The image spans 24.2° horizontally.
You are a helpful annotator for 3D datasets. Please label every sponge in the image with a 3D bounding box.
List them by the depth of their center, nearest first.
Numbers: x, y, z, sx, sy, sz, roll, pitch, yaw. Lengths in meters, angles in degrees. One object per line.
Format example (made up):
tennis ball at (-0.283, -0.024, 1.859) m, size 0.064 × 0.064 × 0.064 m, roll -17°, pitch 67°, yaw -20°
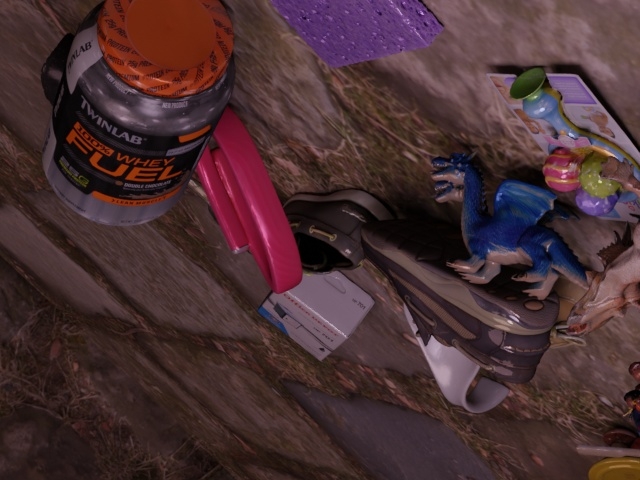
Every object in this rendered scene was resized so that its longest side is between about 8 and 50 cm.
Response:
sponge at (0.034, -0.248, 1.618) m, size 0.117 × 0.031 × 0.210 m, roll 46°, pitch 159°, yaw -21°

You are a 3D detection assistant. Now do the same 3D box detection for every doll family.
doll family at (0.416, 0.205, 1.852) m, size 0.193 × 0.076 × 0.111 m, roll 93°, pitch 157°, yaw -57°

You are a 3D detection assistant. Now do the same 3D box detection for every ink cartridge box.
ink cartridge box at (-0.010, 0.105, 2.377) m, size 0.139 × 0.082 × 0.191 m, roll 38°, pitch 161°, yaw -1°

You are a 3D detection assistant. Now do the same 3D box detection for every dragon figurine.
dragon figurine at (0.233, -0.017, 1.670) m, size 0.289 × 0.144 × 0.085 m, roll 12°, pitch 168°, yaw 34°

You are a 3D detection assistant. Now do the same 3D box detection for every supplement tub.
supplement tub at (-0.231, -0.178, 1.906) m, size 0.207 × 0.207 × 0.338 m, roll 37°, pitch 147°, yaw 2°

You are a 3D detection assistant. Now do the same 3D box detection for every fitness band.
fitness band at (-0.110, -0.059, 2.102) m, size 0.291 × 0.054 × 0.209 m, roll 66°, pitch 166°, yaw -7°

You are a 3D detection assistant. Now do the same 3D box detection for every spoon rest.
spoon rest at (0.199, 0.167, 2.159) m, size 0.137 × 0.084 × 0.276 m, roll 21°, pitch 155°, yaw 38°

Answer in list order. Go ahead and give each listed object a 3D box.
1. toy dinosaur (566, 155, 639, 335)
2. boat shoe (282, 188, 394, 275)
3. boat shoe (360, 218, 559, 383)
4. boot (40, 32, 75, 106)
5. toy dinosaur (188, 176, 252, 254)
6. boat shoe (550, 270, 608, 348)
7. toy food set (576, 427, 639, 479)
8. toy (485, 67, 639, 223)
toy dinosaur at (0.380, 0.010, 1.460) m, size 0.295 × 0.127 × 0.200 m, roll -3°, pitch 157°, yaw 18°
boat shoe at (-0.003, -0.003, 2.116) m, size 0.109 × 0.091 × 0.305 m, roll 44°, pitch 159°, yaw -16°
boat shoe at (0.151, 0.071, 1.841) m, size 0.355 × 0.132 × 0.130 m, roll 37°, pitch 125°, yaw 55°
boot at (-0.295, -0.159, 2.252) m, size 0.222 × 0.118 × 0.338 m, roll 28°, pitch 163°, yaw 10°
toy dinosaur at (-0.143, -0.051, 2.301) m, size 0.268 × 0.064 × 0.118 m, roll 49°, pitch 164°, yaw -20°
boat shoe at (0.274, 0.103, 1.883) m, size 0.104 × 0.089 × 0.285 m, roll 41°, pitch 159°, yaw -8°
toy food set at (0.447, 0.315, 2.102) m, size 0.128 × 0.071 × 0.218 m, roll -3°, pitch 144°, yaw 25°
toy at (0.269, -0.079, 1.551) m, size 0.137 × 0.056 × 0.237 m, roll 9°, pitch 145°, yaw 54°
